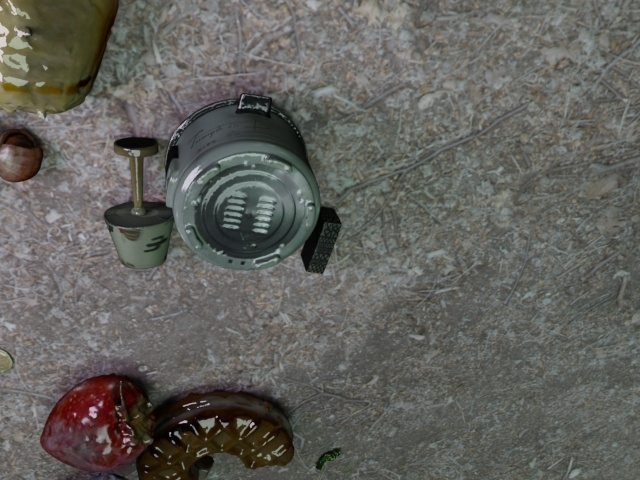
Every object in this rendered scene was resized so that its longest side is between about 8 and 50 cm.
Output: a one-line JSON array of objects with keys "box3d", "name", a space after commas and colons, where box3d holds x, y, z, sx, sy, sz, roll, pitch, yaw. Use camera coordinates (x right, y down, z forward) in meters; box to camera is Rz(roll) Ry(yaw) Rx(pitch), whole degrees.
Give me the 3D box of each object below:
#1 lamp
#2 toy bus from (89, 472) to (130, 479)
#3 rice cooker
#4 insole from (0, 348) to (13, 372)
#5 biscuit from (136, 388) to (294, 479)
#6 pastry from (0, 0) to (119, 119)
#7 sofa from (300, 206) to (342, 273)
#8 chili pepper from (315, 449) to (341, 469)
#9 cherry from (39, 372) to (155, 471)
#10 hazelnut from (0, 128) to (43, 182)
[{"box3d": [-0.307, -0.062, 1.142, 0.121, 0.121, 0.214, 0, 115, -11], "name": "lamp"}, {"box3d": [-0.528, 0.619, 1.521, 0.317, 0.112, 0.138, -31, 116, 35], "name": "toy bus"}, {"box3d": [-0.128, -0.093, 1.084, 0.241, 0.227, 0.280, 4, 121, -16], "name": "rice cooker"}, {"box3d": [-0.740, 0.271, 1.352, 0.248, 0.011, 0.081, -18, 125, 1], "name": "insole"}, {"box3d": [-0.254, 0.461, 1.510, 0.366, 0.115, 0.268, -31, 124, 10], "name": "biscuit"}, {"box3d": [-0.416, -0.298, 0.929, 0.237, 0.170, 0.256, 16, 114, -23], "name": "pastry"}, {"box3d": [0.000, 0.000, 1.274, 0.039, 0.060, 0.117, 7, 122, -22], "name": "sofa"}, {"box3d": [0.018, 0.544, 1.675, 0.083, 0.022, 0.027, -42, 88, 19], "name": "chili pepper"}, {"box3d": [-0.463, 0.377, 1.377, 0.250, 0.175, 0.192, -21, 116, 6], "name": "cherry"}, {"box3d": [-0.490, -0.136, 1.080, 0.087, 0.086, 0.086, -5, 125, -7], "name": "hazelnut"}]
